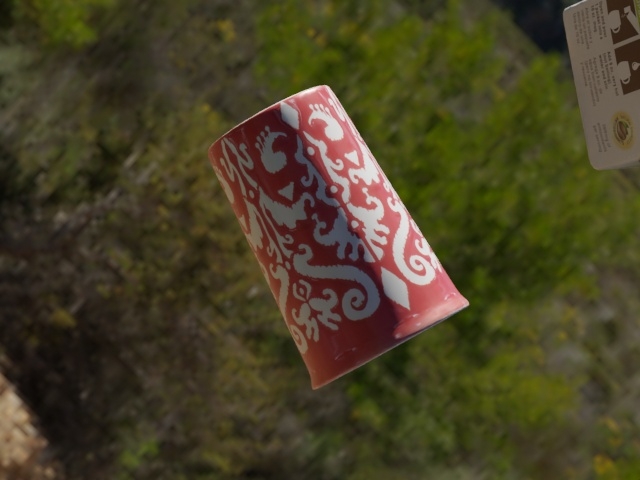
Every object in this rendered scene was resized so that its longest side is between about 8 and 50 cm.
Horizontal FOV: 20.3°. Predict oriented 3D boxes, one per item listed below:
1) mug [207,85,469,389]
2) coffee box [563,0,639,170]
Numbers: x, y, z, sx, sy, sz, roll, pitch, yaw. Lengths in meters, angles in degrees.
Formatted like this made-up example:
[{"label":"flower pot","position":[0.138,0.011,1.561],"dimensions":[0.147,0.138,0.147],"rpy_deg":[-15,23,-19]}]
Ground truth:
[{"label":"mug","position":[-0.005,0.002,1.159],"dimensions":[0.113,0.150,0.169],"rpy_deg":[-26,86,-43]},{"label":"coffee box","position":[0.258,-0.109,0.921],"dimensions":[0.141,0.246,0.098],"rpy_deg":[-7,84,-27]}]
